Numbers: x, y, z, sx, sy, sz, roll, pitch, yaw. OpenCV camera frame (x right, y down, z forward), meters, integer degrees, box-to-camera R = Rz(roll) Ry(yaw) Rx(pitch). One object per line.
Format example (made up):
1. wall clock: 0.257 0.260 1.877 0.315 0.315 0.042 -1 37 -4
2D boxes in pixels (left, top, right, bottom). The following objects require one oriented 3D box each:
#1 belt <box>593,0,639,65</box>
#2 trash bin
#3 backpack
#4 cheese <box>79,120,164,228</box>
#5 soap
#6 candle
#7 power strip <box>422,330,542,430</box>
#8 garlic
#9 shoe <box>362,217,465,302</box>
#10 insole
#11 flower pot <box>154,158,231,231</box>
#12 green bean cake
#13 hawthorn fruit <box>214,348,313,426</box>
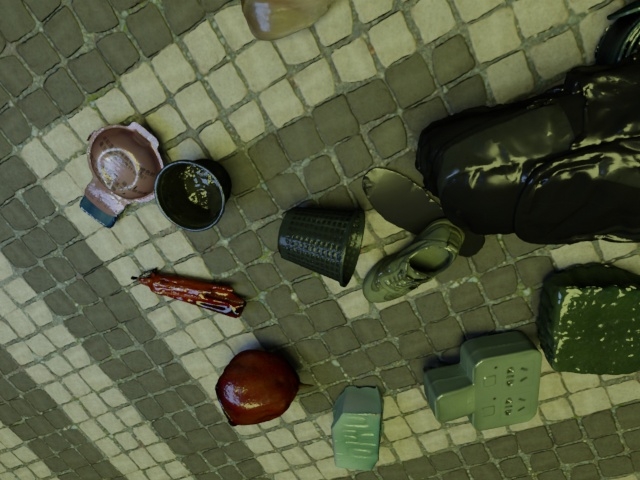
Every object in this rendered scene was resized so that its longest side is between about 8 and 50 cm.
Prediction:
1. belt: 0.592 -0.304 0.741 0.267 0.116 0.206 26 120 -7
2. trash bin: 0.000 0.000 0.958 0.161 0.175 0.175 13 117 16
3. backpack: 0.389 -0.132 0.761 0.445 0.255 0.363 -5 150 19
4. cheese: -0.457 -0.142 0.999 0.189 0.074 0.286 38 118 -9
5. soap: 0.104 0.514 1.211 0.145 0.091 0.231 -1 116 9
6. candle: -0.332 0.130 1.116 0.301 0.059 0.084 12 107 3
7. power strip: 0.384 0.342 1.086 0.261 0.141 0.230 -10 114 -2
8. garlic: -0.052 -0.482 0.763 0.228 0.110 0.217 -14 109 15
9. shoe: 0.199 0.064 0.979 0.103 0.098 0.275 40 120 -8
10. insole: 0.225 -0.058 0.968 0.309 0.012 0.110 28 118 -5
11. flower pot: -0.264 -0.111 0.967 0.157 0.107 0.157 4 115 10
12. green bean cake: 0.601 0.170 0.959 0.222 0.125 0.227 2 113 10
13. hawthorn fruit: -0.145 0.380 1.135 0.251 0.189 0.190 -1 115 5
